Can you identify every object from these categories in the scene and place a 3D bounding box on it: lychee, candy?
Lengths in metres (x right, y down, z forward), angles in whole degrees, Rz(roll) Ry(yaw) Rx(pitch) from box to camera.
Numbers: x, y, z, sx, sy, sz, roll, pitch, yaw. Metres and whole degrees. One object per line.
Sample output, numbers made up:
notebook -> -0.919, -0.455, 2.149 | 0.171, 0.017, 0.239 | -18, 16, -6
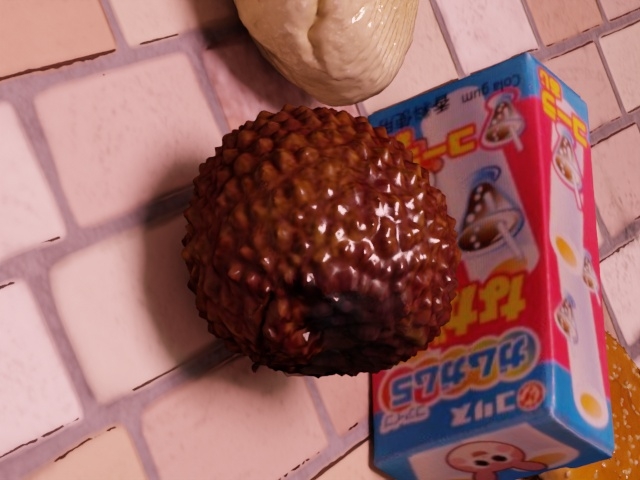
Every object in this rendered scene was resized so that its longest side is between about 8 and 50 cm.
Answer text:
lychee -> 0.000, 0.000, 1.131 | 0.188, 0.188, 0.188 | 34, 46, -45
candy -> 0.122, 0.027, 1.320 | 0.100, 0.157, 0.306 | 33, 48, -45

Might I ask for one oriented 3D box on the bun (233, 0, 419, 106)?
bun -> -0.003, -0.204, 1.272 | 0.220, 0.134, 0.220 | 6, 90, -75

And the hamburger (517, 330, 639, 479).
hamburger -> 0.194, 0.142, 1.415 | 0.182, 0.118, 0.191 | -24, 90, -62
